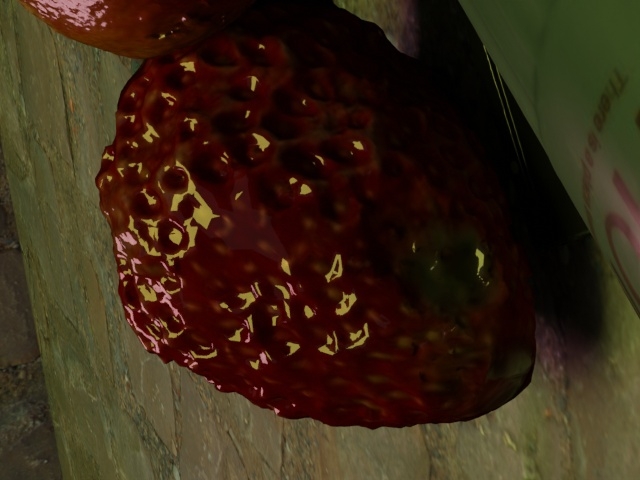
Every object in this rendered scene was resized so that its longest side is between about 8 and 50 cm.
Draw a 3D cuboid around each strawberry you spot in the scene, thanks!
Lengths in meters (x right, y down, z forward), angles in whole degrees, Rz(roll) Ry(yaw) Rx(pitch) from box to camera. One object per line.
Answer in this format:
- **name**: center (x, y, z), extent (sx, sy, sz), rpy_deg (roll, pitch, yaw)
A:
- **strawberry**: center (-0.013, -0.004, 1.057), extent (0.310, 0.292, 0.292), rpy_deg (-103, 10, -55)

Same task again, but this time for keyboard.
- **keyboard**: center (0.125, -0.109, 0.977), extent (0.072, 0.023, 0.231), rpy_deg (-27, 79, 64)

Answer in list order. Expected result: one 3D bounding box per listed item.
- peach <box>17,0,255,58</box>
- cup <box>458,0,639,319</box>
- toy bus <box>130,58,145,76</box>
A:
- **peach**: center (-0.112, -0.235, 0.943), extent (0.281, 0.238, 0.281), rpy_deg (30, 126, 53)
- **cup**: center (0.197, -0.096, 0.511), extent (0.257, 0.331, 0.311), rpy_deg (-47, 51, 28)
- **toy bus**: center (-0.087, -0.189, 1.336), extent (0.202, 0.142, 0.142), rpy_deg (-152, 51, -63)
